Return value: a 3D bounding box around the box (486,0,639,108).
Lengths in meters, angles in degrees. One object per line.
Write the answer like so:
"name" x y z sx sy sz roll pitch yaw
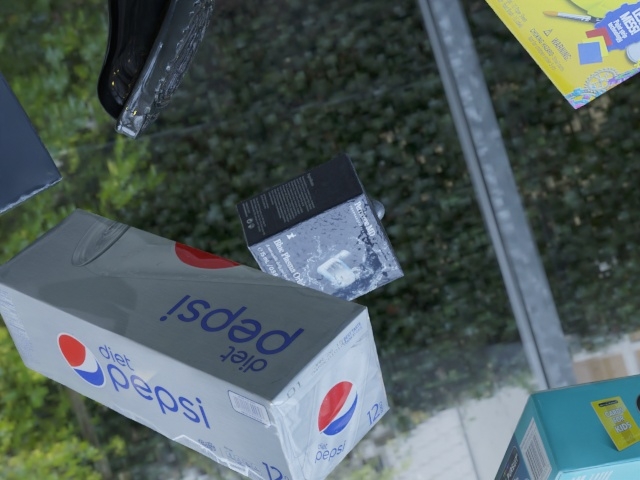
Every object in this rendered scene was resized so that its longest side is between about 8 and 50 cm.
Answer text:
"box" 0.193 -0.279 0.655 0.279 0.177 0.290 -32 143 21

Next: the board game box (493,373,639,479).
"board game box" 0.337 0.205 0.983 0.336 0.079 0.254 -8 145 -10

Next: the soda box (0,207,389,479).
"soda box" -0.098 0.067 0.727 0.286 0.091 0.098 17 -135 38

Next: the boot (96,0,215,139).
"boot" -0.235 -0.307 1.121 0.260 0.348 0.131 21 -173 1

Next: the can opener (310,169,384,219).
"can opener" 0.018 -0.052 1.572 0.093 0.074 0.280 -53 -163 -6

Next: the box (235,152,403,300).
"box" 0.000 0.000 1.343 0.158 0.156 0.093 -26 -140 4

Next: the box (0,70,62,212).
"box" -0.388 -0.154 1.148 0.103 0.261 0.184 -31 -171 -10
